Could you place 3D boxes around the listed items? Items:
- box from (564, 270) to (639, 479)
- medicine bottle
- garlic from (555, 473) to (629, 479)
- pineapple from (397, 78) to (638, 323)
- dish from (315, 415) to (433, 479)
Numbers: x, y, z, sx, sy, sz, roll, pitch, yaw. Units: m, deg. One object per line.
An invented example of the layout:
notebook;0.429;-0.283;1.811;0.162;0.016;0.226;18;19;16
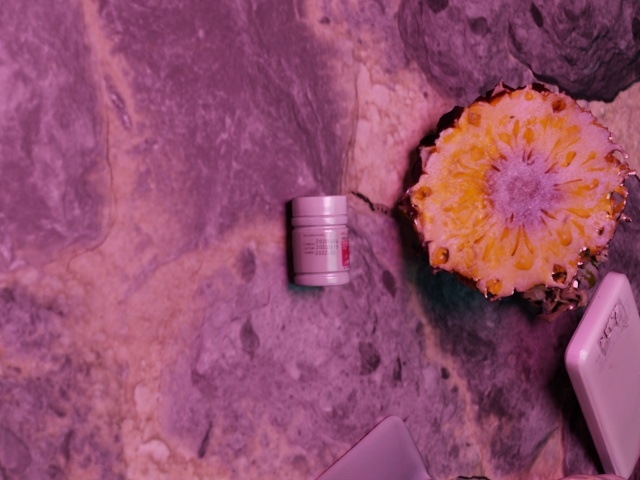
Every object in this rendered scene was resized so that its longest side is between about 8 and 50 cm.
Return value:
box;0.363;0.172;1.817;0.142;0.044;0.285;-59;143;-28
medicine bottle;0.000;0.000;1.526;0.058;0.058;0.091;-4;92;-42
garlic;0.313;0.418;1.745;0.245;0.245;0.253;29;106;-38
pineapple;0.247;-0.011;1.680;0.271;0.262;0.262;43;59;-59
dish;0.059;0.321;1.563;0.243;0.080;0.182;-36;113;-36
